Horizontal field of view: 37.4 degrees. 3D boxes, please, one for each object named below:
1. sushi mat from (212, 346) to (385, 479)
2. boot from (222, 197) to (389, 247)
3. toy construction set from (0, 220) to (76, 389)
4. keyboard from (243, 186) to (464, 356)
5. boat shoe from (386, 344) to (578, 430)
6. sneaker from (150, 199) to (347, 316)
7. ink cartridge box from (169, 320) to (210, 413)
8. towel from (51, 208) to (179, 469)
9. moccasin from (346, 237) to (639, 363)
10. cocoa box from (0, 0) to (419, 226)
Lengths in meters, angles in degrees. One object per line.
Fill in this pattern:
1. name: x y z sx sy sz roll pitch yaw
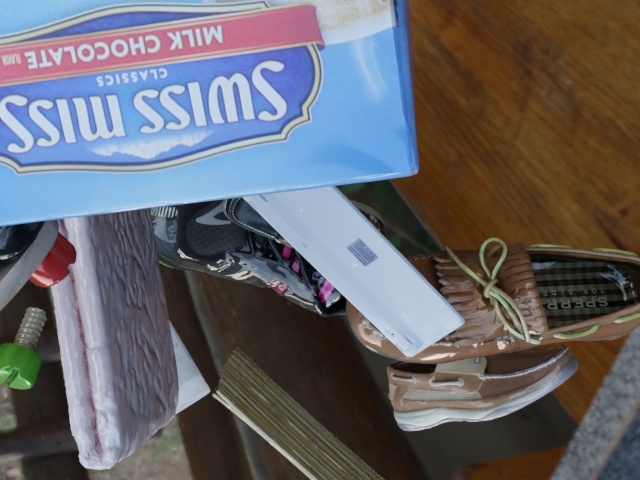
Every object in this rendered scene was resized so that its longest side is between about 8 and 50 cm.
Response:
1. sushi mat: -0.006 0.262 1.177 0.316 0.151 0.019 42 104 -4
2. boot: 0.002 -0.001 1.207 0.236 0.178 0.085 14 114 -24
3. toy construction set: -0.295 0.086 0.589 0.257 0.237 0.309 8 149 7
4. keyboard: 0.033 0.016 0.900 0.072 0.014 0.256 -39 112 17
5. boat shoe: 0.222 0.199 1.406 0.324 0.116 0.123 -22 -178 38
6. sneaker: -0.044 0.002 1.372 0.482 0.202 0.185 15 94 -43
7. ink cartridge box: -0.267 0.126 1.322 0.066 0.261 0.296 -31 177 -20
8. towel: -0.213 0.052 0.970 0.053 0.317 0.332 -10 177 1
9. moccasin: 0.215 0.066 1.068 0.380 0.139 0.147 4 155 -14
10. cocoa box: -0.070 -0.171 0.552 0.231 0.347 0.228 -6 109 5
